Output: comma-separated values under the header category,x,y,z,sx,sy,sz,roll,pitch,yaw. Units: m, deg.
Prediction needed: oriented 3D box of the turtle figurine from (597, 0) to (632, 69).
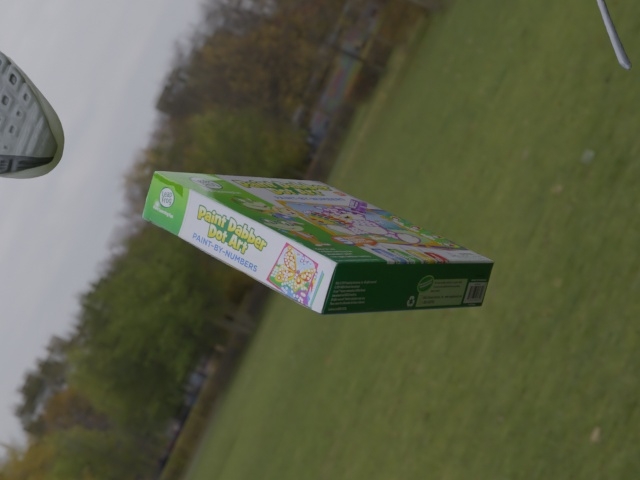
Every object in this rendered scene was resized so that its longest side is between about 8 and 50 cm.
category,x,y,z,sx,sy,sz,roll,pitch,yaw
turtle figurine,0.313,-0.291,1.308,0.198,0.274,0.266,-32,20,17

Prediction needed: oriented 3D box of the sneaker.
category,x,y,z,sx,sy,sz,roll,pitch,yaw
sneaker,-0.303,-0.119,1.253,0.129,0.297,0.111,26,-90,-48

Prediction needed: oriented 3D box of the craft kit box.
category,x,y,z,sx,sy,sz,roll,pitch,yaw
craft kit box,0.000,0.000,1.405,0.250,0.246,0.061,0,-72,-50
